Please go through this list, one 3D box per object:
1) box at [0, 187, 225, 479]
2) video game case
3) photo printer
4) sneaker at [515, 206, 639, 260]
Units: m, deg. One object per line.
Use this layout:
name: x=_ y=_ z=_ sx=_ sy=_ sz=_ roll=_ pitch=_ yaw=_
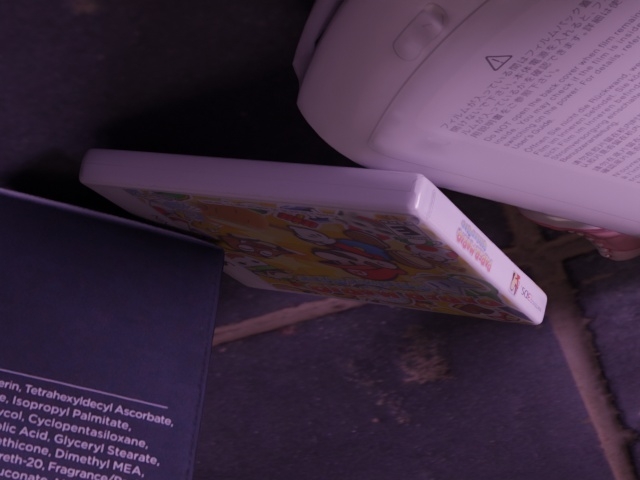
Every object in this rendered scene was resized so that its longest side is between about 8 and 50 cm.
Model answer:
box: x=-0.214 y=0.211 z=0.814 sx=0.212 sy=0.395 sz=0.293 roll=14 pitch=142 yaw=-12
video game case: x=0.000 y=0.000 z=0.821 sx=0.227 sy=0.026 sz=0.206 roll=6 pitch=163 yaw=30
photo printer: x=0.156 y=-0.112 z=0.698 sx=0.308 sy=0.107 sz=0.256 roll=12 pitch=145 yaw=-31
sneaker: x=0.188 y=-0.014 z=0.930 sx=0.134 sy=0.051 sz=0.070 roll=-3 pitch=144 yaw=-19
